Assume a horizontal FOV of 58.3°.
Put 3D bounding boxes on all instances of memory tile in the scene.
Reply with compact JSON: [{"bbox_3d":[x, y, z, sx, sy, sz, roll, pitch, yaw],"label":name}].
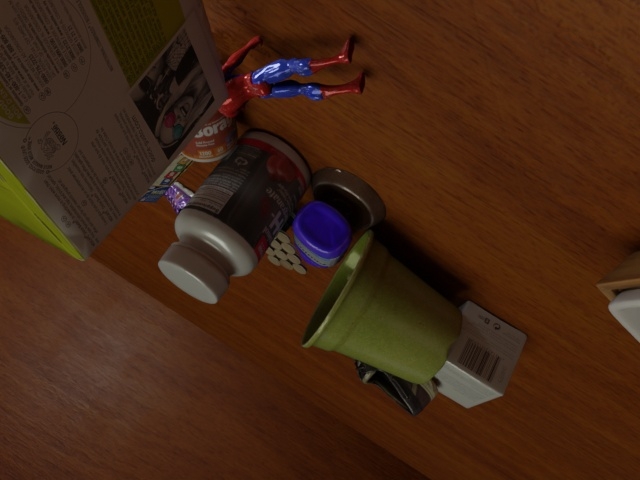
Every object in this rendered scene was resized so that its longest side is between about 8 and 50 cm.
[{"bbox_3d":[-0.093,0.017,1.290,0.113,0.012,0.148,16,147,33],"label":"memory tile"}]

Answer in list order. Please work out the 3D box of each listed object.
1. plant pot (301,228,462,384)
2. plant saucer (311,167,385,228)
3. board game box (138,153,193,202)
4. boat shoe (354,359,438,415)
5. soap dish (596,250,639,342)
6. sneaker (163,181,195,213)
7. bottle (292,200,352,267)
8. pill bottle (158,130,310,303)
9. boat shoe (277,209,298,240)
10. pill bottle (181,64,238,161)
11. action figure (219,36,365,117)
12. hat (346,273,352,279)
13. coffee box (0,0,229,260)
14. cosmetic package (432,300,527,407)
[{"bbox_3d":[0.138,0.157,1.182,0.254,0.276,0.276,30,155,-3],"label":"plant pot"},{"bbox_3d":[0.049,-0.075,1.145,0.168,0.029,0.168,26,155,14],"label":"plant saucer"},{"bbox_3d":[-0.348,-0.151,1.169,0.193,0.147,0.045,-38,71,28],"label":"board game box"},{"bbox_3d":[0.126,0.284,1.297,0.285,0.092,0.103,34,149,20],"label":"boat shoe"},{"bbox_3d":[0.567,0.114,0.777,0.291,0.118,0.229,41,153,-15],"label":"soap dish"},{"bbox_3d":[-0.378,-0.108,1.529,0.170,0.071,0.068,28,154,13],"label":"sneaker"},{"bbox_3d":[0.000,0.000,1.204,0.118,0.092,0.283,41,171,5],"label":"bottle"},{"bbox_3d":[-0.167,-0.043,1.111,0.176,0.318,0.176,26,154,13],"label":"pill bottle"},{"bbox_3d":[-0.136,-0.040,1.354,0.183,0.083,0.065,-1,138,50],"label":"boat shoe"},{"bbox_3d":[-0.221,-0.252,1.030,0.121,0.121,0.216,25,151,17],"label":"pill bottle"},{"bbox_3d":[-0.069,-0.266,0.896,0.280,0.139,0.091,-6,136,21],"label":"action figure"},{"bbox_3d":[0.113,0.115,1.419,0.173,0.183,0.208,41,116,-12],"label":"hat"},{"bbox_3d":[-0.369,-0.243,0.695,0.337,0.334,0.338,25,154,17],"label":"coffee box"},{"bbox_3d":[0.325,0.255,1.264,0.151,0.151,0.184,32,154,3],"label":"cosmetic package"}]
